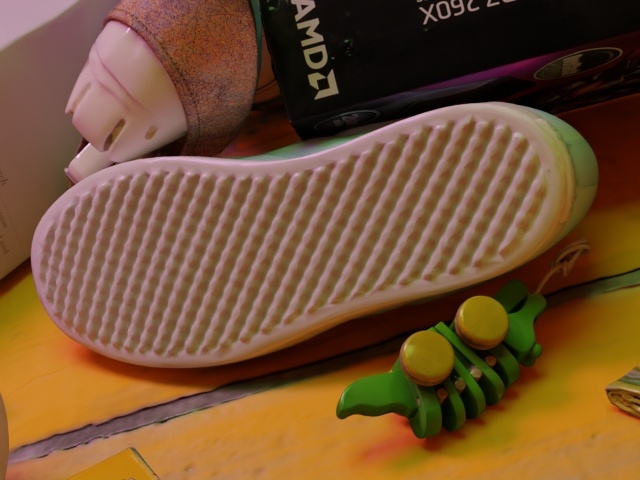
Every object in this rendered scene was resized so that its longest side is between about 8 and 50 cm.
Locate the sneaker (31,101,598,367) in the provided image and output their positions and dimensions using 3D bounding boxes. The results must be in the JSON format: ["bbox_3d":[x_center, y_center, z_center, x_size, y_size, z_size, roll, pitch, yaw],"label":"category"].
[{"bbox_3d":[0.000,0.000,1.007,0.366,0.135,0.150,-8,-1,27],"label":"sneaker"}]

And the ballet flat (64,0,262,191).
[{"bbox_3d":[-0.113,-0.078,1.062,0.106,0.316,0.107,-35,77,-24],"label":"ballet flat"}]

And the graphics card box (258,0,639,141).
[{"bbox_3d":[0.157,-0.143,1.068,0.371,0.094,0.233,-13,-6,3],"label":"graphics card box"}]

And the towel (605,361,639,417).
[{"bbox_3d":[0.262,0.032,0.879,0.237,0.021,0.102,-36,34,-32],"label":"towel"}]

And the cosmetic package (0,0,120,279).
[{"bbox_3d":[-0.301,-0.059,1.205,0.217,0.156,0.385,3,34,36],"label":"cosmetic package"}]

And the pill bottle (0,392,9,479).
[{"bbox_3d":[-0.292,0.118,0.914,0.216,0.121,0.121,-8,29,15],"label":"pill bottle"}]

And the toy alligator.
[{"bbox_3d":[0.093,0.060,0.893,0.190,0.056,0.051,-30,72,-26],"label":"toy alligator"}]

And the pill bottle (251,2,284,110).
[{"bbox_3d":[-0.065,-0.166,1.213,0.124,0.124,0.221,-13,-3,7],"label":"pill bottle"}]

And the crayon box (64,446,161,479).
[{"bbox_3d":[-0.090,0.208,0.681,0.165,0.081,0.278,-26,29,-18],"label":"crayon box"}]
